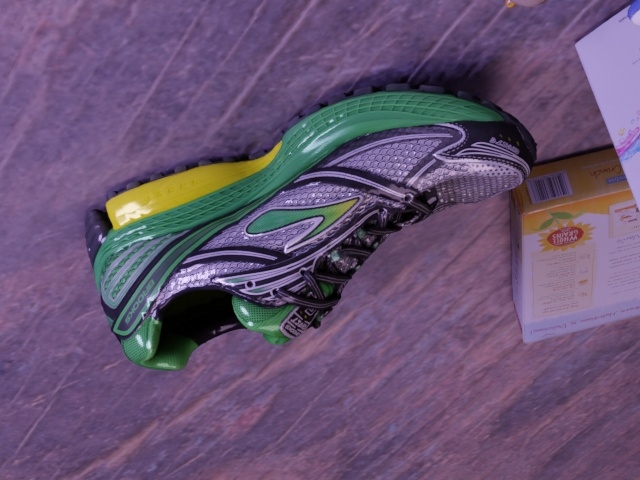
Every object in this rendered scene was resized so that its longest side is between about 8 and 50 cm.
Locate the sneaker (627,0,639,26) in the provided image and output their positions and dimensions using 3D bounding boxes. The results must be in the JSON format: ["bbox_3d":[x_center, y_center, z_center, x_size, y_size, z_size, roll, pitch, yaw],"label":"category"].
[{"bbox_3d":[0.160,-0.206,0.756,0.131,0.112,0.296,-11,129,19],"label":"sneaker"}]

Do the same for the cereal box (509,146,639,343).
[{"bbox_3d":[0.249,0.000,1.461,0.173,0.047,0.240,-14,151,-1],"label":"cereal box"}]

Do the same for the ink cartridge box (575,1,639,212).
[{"bbox_3d":[0.285,-0.084,1.203,0.127,0.176,0.128,-34,146,30],"label":"ink cartridge box"}]

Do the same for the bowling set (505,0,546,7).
[{"bbox_3d":[0.111,-0.242,0.879,0.200,0.154,0.287,5,144,-32],"label":"bowling set"}]

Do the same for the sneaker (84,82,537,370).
[{"bbox_3d":[0.000,0.000,1.253,0.344,0.146,0.134,-23,149,13],"label":"sneaker"}]
